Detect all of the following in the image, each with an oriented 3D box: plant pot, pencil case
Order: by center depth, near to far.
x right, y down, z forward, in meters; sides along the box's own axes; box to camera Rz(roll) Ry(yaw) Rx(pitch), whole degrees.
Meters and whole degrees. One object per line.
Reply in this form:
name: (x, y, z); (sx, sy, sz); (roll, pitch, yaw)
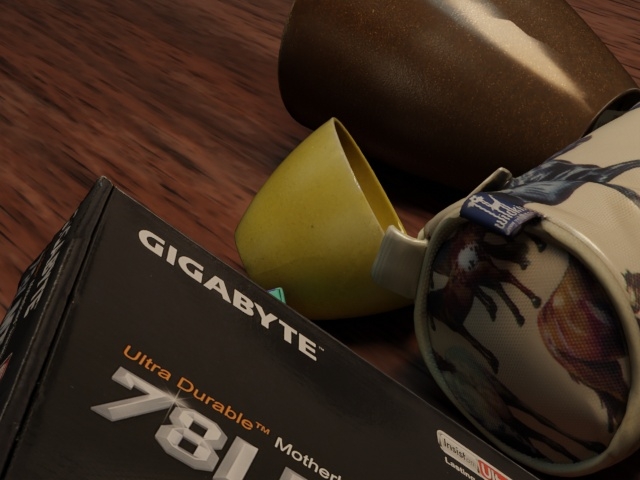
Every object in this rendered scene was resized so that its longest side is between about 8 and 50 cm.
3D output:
pencil case: (0.231, -0.028, 0.768); (0.410, 0.160, 0.183); (-31, 67, -36)
plant pot: (0.000, 0.000, 0.798); (0.095, 0.134, 0.134); (-28, 31, 8)
plant pot: (0.123, -0.124, 0.926); (0.230, 0.215, 0.215); (37, 48, 29)

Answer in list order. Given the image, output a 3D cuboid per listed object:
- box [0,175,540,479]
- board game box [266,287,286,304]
box: (-0.003, 0.147, 0.431); (0.295, 0.073, 0.293); (37, 27, -17)
board game box: (-0.078, 0.117, 0.656); (0.160, 0.047, 0.210); (-14, 32, -3)
